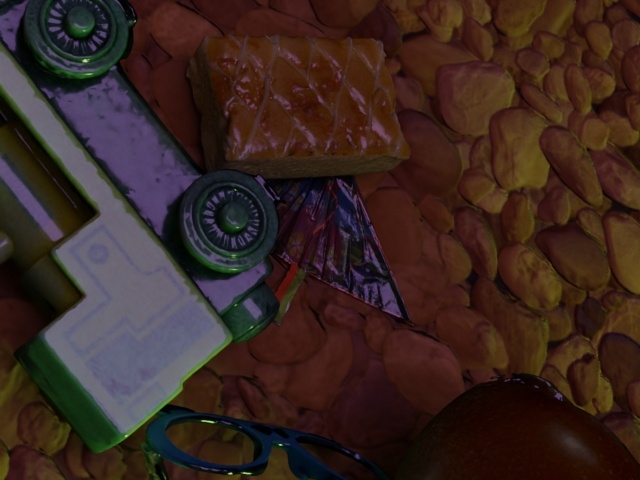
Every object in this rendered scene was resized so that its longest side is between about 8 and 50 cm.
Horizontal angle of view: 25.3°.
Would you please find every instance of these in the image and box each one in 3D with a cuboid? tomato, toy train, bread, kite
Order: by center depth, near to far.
[{"bbox_3d":[-0.199,-0.039,1.147,0.237,0.150,0.369,-40,94,-24],"label":"toy train"},{"bbox_3d":[0.178,0.270,1.169,0.239,0.303,0.303,-44,98,-5],"label":"tomato"},{"bbox_3d":[-0.020,-0.122,1.294,0.188,0.068,0.125,-3,69,-28],"label":"bread"},{"bbox_3d":[0.000,0.000,1.309,0.241,0.014,0.183,33,64,-17],"label":"kite"}]

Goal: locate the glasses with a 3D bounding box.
[{"bbox_3d":[-0.043,0.241,1.159,0.239,0.102,0.207,13,72,-32],"label":"glasses"}]
